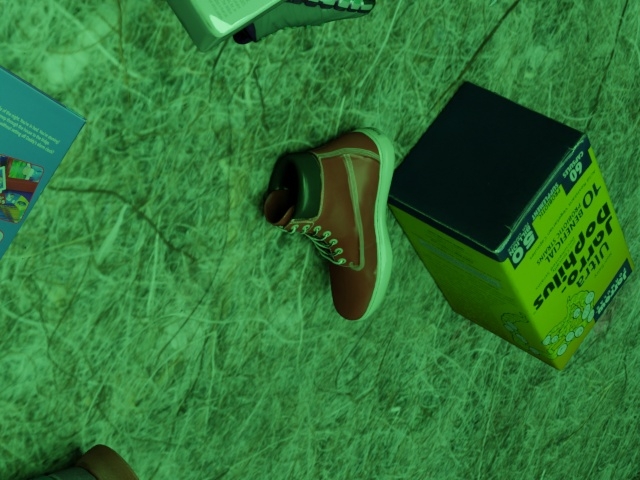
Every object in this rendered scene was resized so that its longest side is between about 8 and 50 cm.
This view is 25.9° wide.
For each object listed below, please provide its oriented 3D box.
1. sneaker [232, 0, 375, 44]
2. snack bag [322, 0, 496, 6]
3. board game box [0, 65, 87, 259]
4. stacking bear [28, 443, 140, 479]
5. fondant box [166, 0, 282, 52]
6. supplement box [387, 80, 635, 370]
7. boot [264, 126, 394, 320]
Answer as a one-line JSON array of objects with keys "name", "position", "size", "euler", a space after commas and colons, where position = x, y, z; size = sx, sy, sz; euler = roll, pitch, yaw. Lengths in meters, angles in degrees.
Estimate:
[{"name": "sneaker", "position": [-0.042, -0.244, 1.425], "size": [0.224, 0.083, 0.098], "euler": [2, 134, -48]}, {"name": "snack bag", "position": [0.068, -0.394, 1.331], "size": [0.323, 0.037, 0.342], "euler": [-12, 94, -48]}, {"name": "board game box", "position": [-0.372, -0.076, 1.106], "size": [0.233, 0.078, 0.347], "euler": [-59, 146, -2]}, {"name": "stacking bear", "position": [-0.315, 0.345, 1.431], "size": [0.289, 0.175, 0.164], "euler": [-27, 137, -28]}, {"name": "fondant box", "position": [-0.024, -0.345, 1.155], "size": [0.330, 0.096, 0.238], "euler": [-34, 96, -10]}, {"name": "supplement box", "position": [0.260, -0.012, 1.854], "size": [0.194, 0.195, 0.356], "euler": [-52, 146, -11]}, {"name": "boot", "position": [0.000, 0.000, 1.634], "size": [0.176, 0.088, 0.244], "euler": [-23, 123, -41]}]
